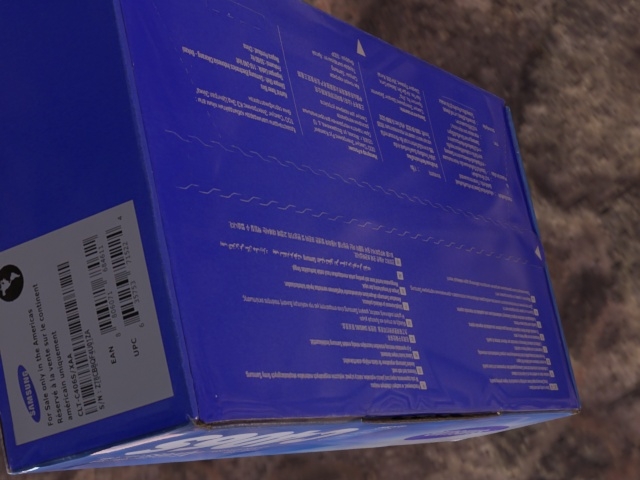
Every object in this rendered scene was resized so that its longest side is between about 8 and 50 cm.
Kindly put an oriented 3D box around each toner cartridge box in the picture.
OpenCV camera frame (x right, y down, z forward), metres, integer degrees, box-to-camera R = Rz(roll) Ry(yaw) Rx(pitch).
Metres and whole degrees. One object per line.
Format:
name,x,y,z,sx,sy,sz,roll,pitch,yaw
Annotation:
toner cartridge box,0.000,0.000,0.593,0.075,0.165,0.348,-16,-13,26
